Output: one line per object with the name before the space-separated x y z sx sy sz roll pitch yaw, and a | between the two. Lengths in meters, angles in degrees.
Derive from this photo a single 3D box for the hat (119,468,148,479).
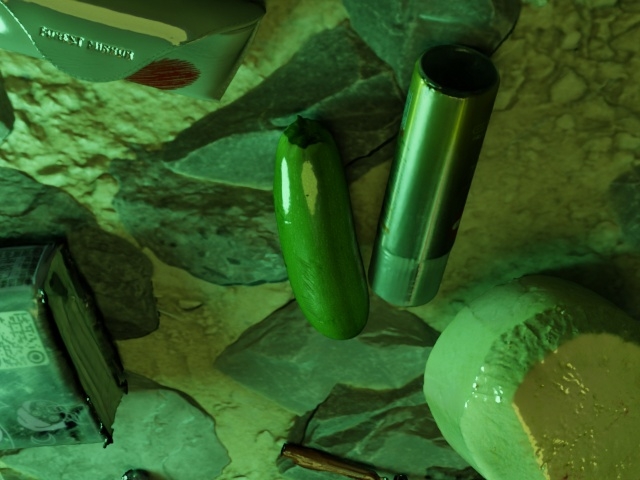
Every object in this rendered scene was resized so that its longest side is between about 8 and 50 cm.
hat | -0.248 0.397 1.824 0.140 0.129 0.227 11 119 26

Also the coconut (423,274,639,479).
coconut | 0.240 0.157 1.447 0.239 0.244 0.239 -2 98 -11

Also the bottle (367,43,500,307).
bottle | 0.107 -0.056 1.356 0.082 0.082 0.286 9 134 -2

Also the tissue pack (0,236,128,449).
tissue pack | -0.431 0.133 1.573 0.361 0.122 0.259 -6 130 14

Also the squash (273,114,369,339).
squash | -0.001 0.002 1.423 0.082 0.082 0.292 -4 132 10

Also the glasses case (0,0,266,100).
glasses case | -0.212 -0.200 1.256 0.308 0.083 0.128 15 132 -7

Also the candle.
candle | 0.030 0.287 1.727 0.167 0.021 0.026 17 112 -8
